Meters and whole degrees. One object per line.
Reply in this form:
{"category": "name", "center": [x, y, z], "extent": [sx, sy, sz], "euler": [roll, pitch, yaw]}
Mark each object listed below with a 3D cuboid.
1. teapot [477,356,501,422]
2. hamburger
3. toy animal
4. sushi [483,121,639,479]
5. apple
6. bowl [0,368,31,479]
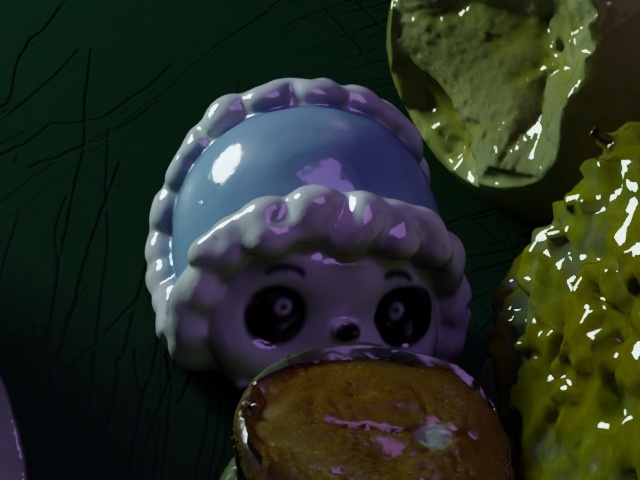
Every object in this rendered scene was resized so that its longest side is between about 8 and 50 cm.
{"category": "teapot", "center": [0.212, 0.096, 1.085], "extent": [0.200, 0.077, 0.107], "euler": [-11, 49, -36]}
{"category": "hamburger", "center": [0.021, 0.143, 0.912], "extent": [0.177, 0.113, 0.185], "euler": [-18, 42, -34]}
{"category": "toy animal", "center": [0.000, 0.000, 1.044], "extent": [0.208, 0.156, 0.204], "euler": [5, 34, -14]}
{"category": "sushi", "center": [0.294, 0.101, 0.925], "extent": [0.351, 0.240, 0.396], "euler": [9, 54, -22]}
{"category": "apple", "center": [0.186, -0.146, 1.238], "extent": [0.279, 0.279, 0.279], "euler": [13, 36, -10]}
{"category": "bowl", "center": [-0.239, 0.099, 0.786], "extent": [0.112, 0.211, 0.211], "euler": [-19, 34, 15]}
